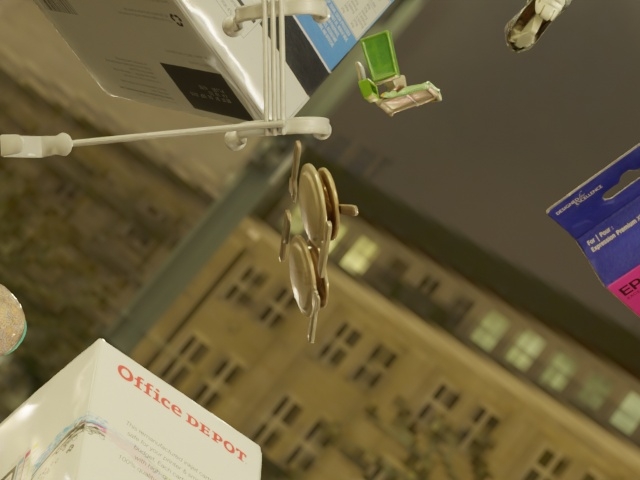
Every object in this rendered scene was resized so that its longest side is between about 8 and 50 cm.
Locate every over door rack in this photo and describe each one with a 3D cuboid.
[{"bbox_3d":[-0.140,-0.204,1.807,0.324,0.240,0.108,-2,-3,21],"label":"over door rack"}]

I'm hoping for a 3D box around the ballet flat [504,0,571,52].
[{"bbox_3d":[0.222,-0.227,1.930,0.041,0.041,0.114,39,-46,1],"label":"ballet flat"}]

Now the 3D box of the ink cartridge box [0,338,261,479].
[{"bbox_3d":[-0.163,0.232,1.424,0.171,0.168,0.233,38,30,-23],"label":"ink cartridge box"}]

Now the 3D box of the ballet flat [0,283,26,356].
[{"bbox_3d":[-0.471,0.049,2.227,0.316,0.108,0.106,23,-13,38],"label":"ballet flat"}]

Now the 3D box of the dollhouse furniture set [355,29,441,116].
[{"bbox_3d":[0.089,-0.205,2.365,0.151,0.076,0.059,28,46,-68],"label":"dollhouse furniture set"}]

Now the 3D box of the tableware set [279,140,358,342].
[{"bbox_3d":[0.000,0.000,1.991,0.194,0.039,0.128,99,-23,-48],"label":"tableware set"}]

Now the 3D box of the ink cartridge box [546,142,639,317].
[{"bbox_3d":[0.405,0.024,1.995,0.371,0.175,0.069,39,23,-39],"label":"ink cartridge box"}]

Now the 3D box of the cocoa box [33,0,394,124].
[{"bbox_3d":[-0.133,-0.292,2.102,0.347,0.228,0.231,17,-30,51],"label":"cocoa box"}]
